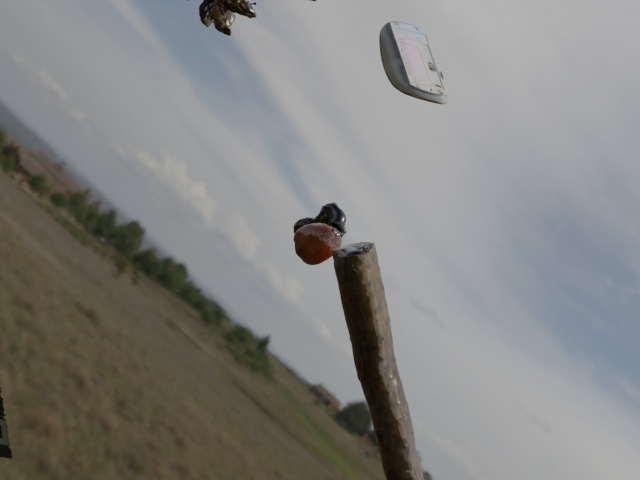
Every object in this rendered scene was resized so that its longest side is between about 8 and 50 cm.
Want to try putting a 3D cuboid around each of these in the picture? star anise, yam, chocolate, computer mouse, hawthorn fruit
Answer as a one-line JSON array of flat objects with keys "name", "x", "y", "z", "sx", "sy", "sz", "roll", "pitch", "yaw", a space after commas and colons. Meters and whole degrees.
[{"name": "star anise", "x": -0.121, "y": -0.417, "z": 1.524, "sx": 0.073, "sy": 0.234, "sz": 0.177, "roll": -6, "pitch": 83, "yaw": -63}, {"name": "yam", "x": 0.065, "y": 0.163, "z": 0.928, "sx": 0.045, "sy": 0.045, "sz": 0.327, "roll": -4, "pitch": -77, "yaw": 42}, {"name": "chocolate", "x": 0.008, "y": -0.032, "z": 1.951, "sx": 0.147, "sy": 0.070, "sz": 0.072, "roll": -18, "pitch": -89, "yaw": 51}, {"name": "computer mouse", "x": 0.154, "y": -0.292, "z": 1.641, "sx": 0.102, "sy": 0.045, "sz": 0.199, "roll": 9, "pitch": 45, "yaw": -24}, {"name": "hawthorn fruit", "x": 0.000, "y": 0.000, "z": 1.846, "sx": 0.081, "sy": 0.093, "sz": 0.081, "roll": 44, "pitch": 29, "yaw": -32}]

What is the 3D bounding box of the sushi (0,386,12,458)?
[{"name": "sushi", "x": -0.673, "y": 0.216, "z": 1.684, "sx": 0.296, "sy": 0.100, "sz": 0.373, "roll": 9, "pitch": -44, "yaw": -3}]
